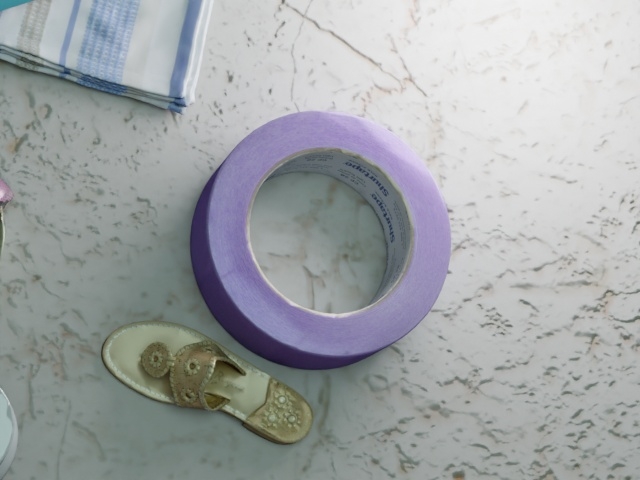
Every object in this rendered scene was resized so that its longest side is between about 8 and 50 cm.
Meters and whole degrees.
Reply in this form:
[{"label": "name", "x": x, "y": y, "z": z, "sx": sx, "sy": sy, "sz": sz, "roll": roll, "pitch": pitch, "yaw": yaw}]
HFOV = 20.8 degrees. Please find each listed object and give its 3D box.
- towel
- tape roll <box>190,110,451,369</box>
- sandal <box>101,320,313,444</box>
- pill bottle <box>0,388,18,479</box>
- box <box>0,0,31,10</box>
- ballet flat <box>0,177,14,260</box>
[{"label": "towel", "x": -0.257, "y": -0.272, "z": 1.928, "sx": 0.285, "sy": 0.034, "sz": 0.209, "roll": 15, "pitch": 72, "yaw": -12}, {"label": "tape roll", "x": 0.000, "y": 0.000, "z": 1.907, "sx": 0.275, "sy": 0.090, "sz": 0.274, "roll": 4, "pitch": 75, "yaw": -16}, {"label": "sandal", "x": -0.110, "y": 0.143, "z": 1.843, "sx": 0.240, "sy": 0.079, "sz": 0.088, "roll": 26, "pitch": 71, "yaw": -9}, {"label": "pill bottle", "x": -0.335, "y": 0.180, "z": 1.560, "sx": 0.121, "sy": 0.221, "sz": 0.121, "roll": 4, "pitch": 76, "yaw": -15}, {"label": "box", "x": -0.359, "y": -0.298, "z": 1.859, "sx": 0.244, "sy": 0.060, "sz": 0.100, "roll": -22, "pitch": 80, "yaw": -20}, {"label": "ballet flat", "x": -0.374, "y": 0.029, "z": 1.805, "sx": 0.079, "sy": 0.077, "sz": 0.221, "roll": 30, "pitch": 69, "yaw": -28}]
